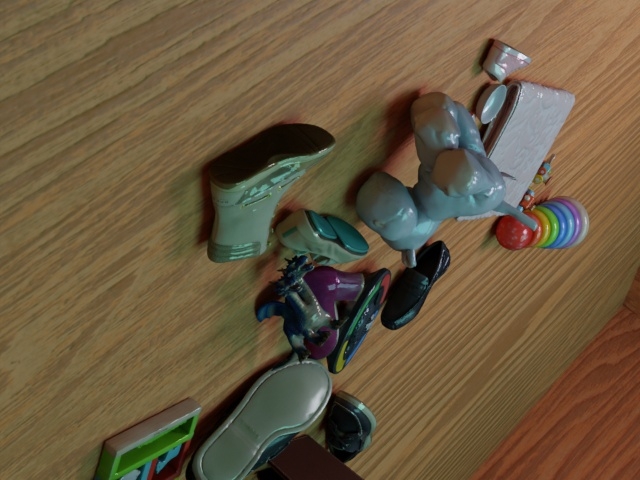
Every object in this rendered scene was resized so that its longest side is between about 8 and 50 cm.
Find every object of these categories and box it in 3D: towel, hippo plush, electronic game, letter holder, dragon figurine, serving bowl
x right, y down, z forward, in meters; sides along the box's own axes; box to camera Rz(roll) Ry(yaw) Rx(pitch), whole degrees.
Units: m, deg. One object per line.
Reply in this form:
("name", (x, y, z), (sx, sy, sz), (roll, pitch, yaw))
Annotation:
("towel", (0.412, -0.192, 2.176), (0.331, 0.053, 0.317), (-7, 127, -59))
("hippo plush", (0.181, -0.102, 1.762), (0.236, 0.234, 0.294), (-32, 146, 22))
("electronic game", (0.077, 0.156, 1.955), (0.229, 0.048, 0.229), (-56, 166, -23))
("letter holder", (-0.001, 0.555, 2.043), (0.214, 0.301, 0.152), (4, 117, -62))
("dragon figurine", (-0.048, 0.122, 1.688), (0.085, 0.144, 0.289), (-42, 177, -28))
("serving bowl", (0.326, -0.270, 1.958), (0.083, 0.027, 0.083), (-41, 152, -28))

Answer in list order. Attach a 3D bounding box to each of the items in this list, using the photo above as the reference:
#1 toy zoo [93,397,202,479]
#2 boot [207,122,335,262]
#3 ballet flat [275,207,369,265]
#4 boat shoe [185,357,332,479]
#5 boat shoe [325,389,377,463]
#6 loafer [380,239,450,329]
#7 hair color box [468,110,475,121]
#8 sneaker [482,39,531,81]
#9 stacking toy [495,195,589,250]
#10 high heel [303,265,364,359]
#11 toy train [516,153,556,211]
("toy zoo", (-0.302, 0.407, 1.647), (0.192, 0.030, 0.293), (-22, 139, -51))
("boot", (-0.073, -0.067, 1.433), (0.213, 0.077, 0.165), (-29, 144, -36))
("ballet flat", (0.000, 0.000, 1.660), (0.086, 0.086, 0.248), (-58, 154, 4))
("boat shoe", (-0.114, 0.335, 1.811), (0.340, 0.127, 0.113), (-45, -177, -39))
("boat shoe", (0.059, 0.423, 2.232), (0.092, 0.102, 0.285), (-50, 161, -23))
("loafer", (0.196, 0.090, 2.111), (0.223, 0.076, 0.078), (-50, 150, -23))
("hair color box", (0.261, -0.188, 1.922), (0.072, 0.043, 0.141), (-50, 154, -12))
("sneaker", (0.345, -0.331, 1.895), (0.134, 0.051, 0.070), (1, 121, -57))
("stacking toy", (0.543, -0.029, 2.534), (0.330, 0.141, 0.141), (-11, 130, -49))
("high heel", (-0.015, 0.135, 1.819), (0.117, 0.082, 0.244), (6, 142, -20))
("toy train", (0.514, -0.124, 2.396), (0.166, 0.046, 0.125), (-53, -178, -11))
